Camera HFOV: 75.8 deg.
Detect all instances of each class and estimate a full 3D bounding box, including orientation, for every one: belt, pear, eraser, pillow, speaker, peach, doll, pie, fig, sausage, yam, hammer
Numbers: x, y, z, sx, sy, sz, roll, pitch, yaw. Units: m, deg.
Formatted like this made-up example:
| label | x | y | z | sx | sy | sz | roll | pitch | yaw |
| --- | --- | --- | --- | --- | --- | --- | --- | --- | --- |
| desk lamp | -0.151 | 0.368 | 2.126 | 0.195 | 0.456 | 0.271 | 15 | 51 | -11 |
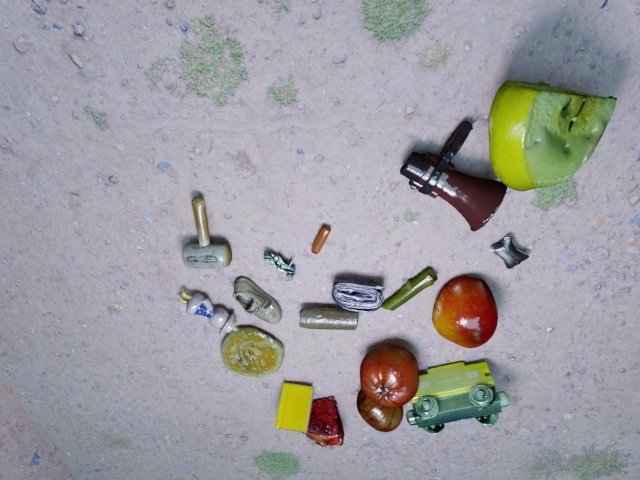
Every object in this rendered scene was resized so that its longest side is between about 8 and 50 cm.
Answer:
| label | x | y | z | sx | sy | sz | roll | pitch | yaw |
| --- | --- | --- | --- | --- | --- | --- | --- | --- | --- |
| belt | 0.151 | 0.224 | 1.696 | 0.218 | 0.128 | 0.122 | 9 | 92 | 2 |
| pear | 0.640 | -0.304 | 1.230 | 0.342 | 0.238 | 0.318 | -3 | 117 | -23 |
| eraser | -0.125 | 0.819 | 2.020 | 0.158 | 0.226 | 0.069 | 5 | 149 | 11 |
| pillow | 0.717 | 0.049 | 1.564 | 0.135 | 0.055 | 0.091 | 40 | 149 | -14 |
| speaker | 0.457 | -0.218 | 1.362 | 0.329 | 0.198 | 0.259 | 34 | 132 | -4 |
| peach | 0.593 | 0.285 | 1.648 | 0.248 | 0.245 | 0.275 | 0 | 114 | -27 |
| doll | -0.492 | 0.319 | 1.828 | 0.293 | 0.119 | 0.138 | 35 | 127 | -8 |
| pie | -0.326 | 0.529 | 1.959 | 0.323 | 0.070 | 0.323 | 2 | 117 | 5 |
| fig | 0.289 | 0.783 | 1.959 | 0.235 | 0.235 | 0.214 | 14 | 95 | -3 |
| sausage | 0.000 | 0.000 | 1.616 | 0.039 | 0.041 | 0.131 | 25 | 121 | -6 |
| yam | 0.041 | 0.337 | 1.781 | 0.259 | 0.106 | 0.106 | 1 | 121 | 9 |
| hammer | -0.464 | -0.029 | 1.619 | 0.201 | 0.113 | 0.305 | -2 | 116 | 4 |

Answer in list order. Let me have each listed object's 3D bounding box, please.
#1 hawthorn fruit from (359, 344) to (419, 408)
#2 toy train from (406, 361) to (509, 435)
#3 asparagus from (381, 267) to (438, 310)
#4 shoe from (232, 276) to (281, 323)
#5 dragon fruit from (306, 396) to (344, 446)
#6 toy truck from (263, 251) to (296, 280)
| label | x | y | z | sx | sy | sz | roll | pitch | yaw |
| --- | --- | --- | --- | --- | --- | --- | --- | --- | --- |
| hawthorn fruit | 0.311 | 0.595 | 1.826 | 0.275 | 0.299 | 0.275 | 0 | 89 | 22 |
| toy train | 0.590 | 0.692 | 1.835 | 0.442 | 0.272 | 0.179 | -16 | 119 | 11 |
| asparagus | 0.362 | 0.213 | 1.696 | 0.067 | 0.060 | 0.278 | 31 | 121 | -24 |
| shoe | -0.277 | 0.280 | 1.786 | 0.103 | 0.098 | 0.275 | -36 | 113 | 28 |
| dragon fruit | 0.051 | 0.947 | 2.121 | 0.240 | 0.302 | 0.330 | -48 | 133 | -8 |
| toy truck | -0.160 | 0.092 | 1.674 | 0.154 | 0.080 | 0.078 | 36 | 97 | -15 |
